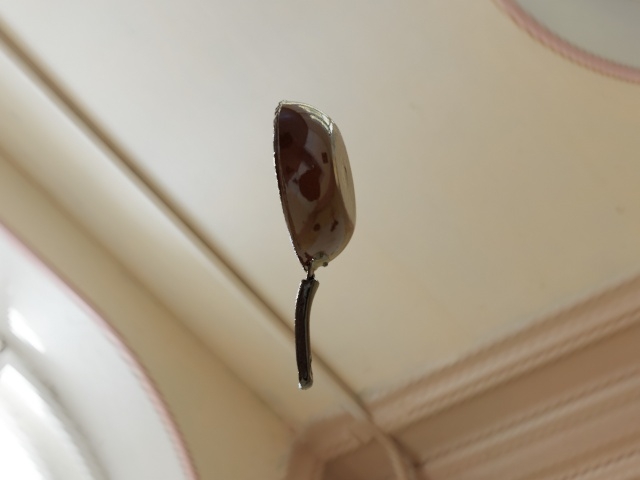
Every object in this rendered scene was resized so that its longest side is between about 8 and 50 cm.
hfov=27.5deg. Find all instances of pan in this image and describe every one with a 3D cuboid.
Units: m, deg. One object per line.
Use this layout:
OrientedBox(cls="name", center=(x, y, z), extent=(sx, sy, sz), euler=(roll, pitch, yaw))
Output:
OrientedBox(cls="pan", center=(0.001, 0.000, 0.505), extent=(0.023, 0.068, 0.115), euler=(-6, -108, 11))
